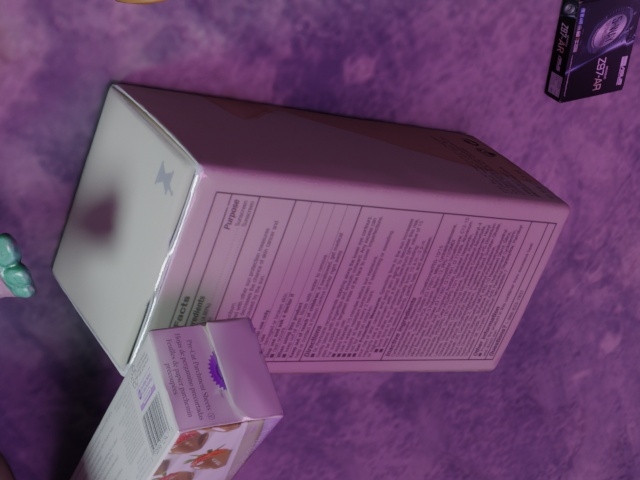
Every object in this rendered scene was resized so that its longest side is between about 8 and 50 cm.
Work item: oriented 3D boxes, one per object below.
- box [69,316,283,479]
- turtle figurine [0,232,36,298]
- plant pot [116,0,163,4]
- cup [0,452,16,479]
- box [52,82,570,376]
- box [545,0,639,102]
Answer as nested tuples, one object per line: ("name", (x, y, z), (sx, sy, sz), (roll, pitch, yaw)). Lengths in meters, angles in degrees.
("box", (-0.110, 0.150, 0.789), (0.063, 0.067, 0.324), (-5, 151, -26))
("turtle figurine", (-0.278, 0.039, 0.653), (0.234, 0.118, 0.175), (-35, 120, -24))
("plant pot", (-0.030, -0.268, 0.530), (0.291, 0.291, 0.203), (-39, 119, -8))
("cup", (-0.292, 0.288, 0.735), (0.331, 0.237, 0.331), (-20, 130, -25))
("box", (0.000, 0.000, 0.832), (0.311, 0.121, 0.148), (6, 117, -39))
("box", (0.208, -0.150, 0.956), (0.067, 0.018, 0.083), (-13, 127, -29))
